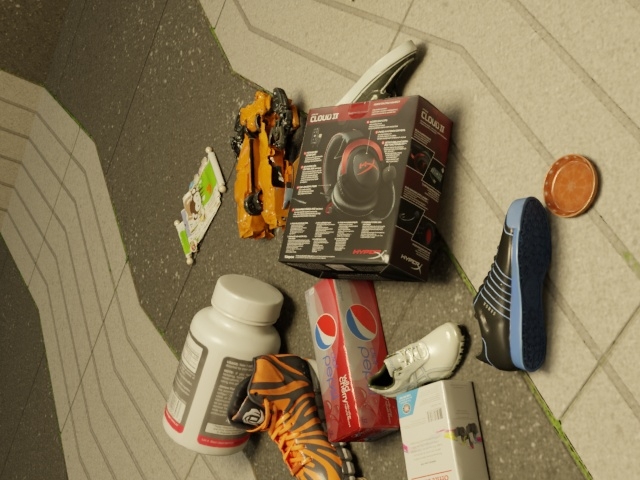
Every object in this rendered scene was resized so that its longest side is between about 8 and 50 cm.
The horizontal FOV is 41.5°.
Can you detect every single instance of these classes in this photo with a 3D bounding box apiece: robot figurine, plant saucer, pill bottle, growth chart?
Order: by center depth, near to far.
[{"bbox_3d":[0.326,-0.071,1.101,0.083,0.013,0.083,-17,69,52],"label":"plant saucer"},{"bbox_3d":[-0.179,0.234,1.616,0.176,0.176,0.318,39,115,51],"label":"pill bottle"},{"bbox_3d":[-0.105,-0.155,1.671,0.211,0.085,0.291,-15,72,53],"label":"robot figurine"},{"bbox_3d":[-0.282,-0.085,1.966,0.237,0.021,0.172,-61,39,26],"label":"growth chart"}]

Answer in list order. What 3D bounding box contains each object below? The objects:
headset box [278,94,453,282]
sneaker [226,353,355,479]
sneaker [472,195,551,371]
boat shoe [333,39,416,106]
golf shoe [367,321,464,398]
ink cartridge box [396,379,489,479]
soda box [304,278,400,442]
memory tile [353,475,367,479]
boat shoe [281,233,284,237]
[{"bbox_3d":[0.073,-0.090,1.312,0.218,0.110,0.293,-1,73,40],"label":"headset box"},{"bbox_3d":[-0.062,0.332,1.410,0.124,0.180,0.321,-51,42,32],"label":"sneaker"},{"bbox_3d":[0.248,0.058,1.126,0.090,0.081,0.232,-1,84,48],"label":"sneaker"},{"bbox_3d":[0.096,-0.247,1.425,0.070,0.078,0.219,51,128,4],"label":"boat shoe"},{"bbox_3d":[0.140,0.183,1.253,0.176,0.086,0.069,-52,43,33],"label":"golf shoe"},{"bbox_3d":[0.174,0.299,1.199,0.104,0.061,0.181,-32,58,48],"label":"ink cartridge box"},{"bbox_3d":[0.050,0.190,1.372,0.083,0.092,0.263,-37,54,43],"label":"soda box"},{"bbox_3d":[0.031,0.441,1.418,0.148,0.012,0.113,-2,82,55],"label":"memory tile"},{"bbox_3d":[0.000,0.000,1.492,0.228,0.081,0.068,18,102,57],"label":"boat shoe"}]
